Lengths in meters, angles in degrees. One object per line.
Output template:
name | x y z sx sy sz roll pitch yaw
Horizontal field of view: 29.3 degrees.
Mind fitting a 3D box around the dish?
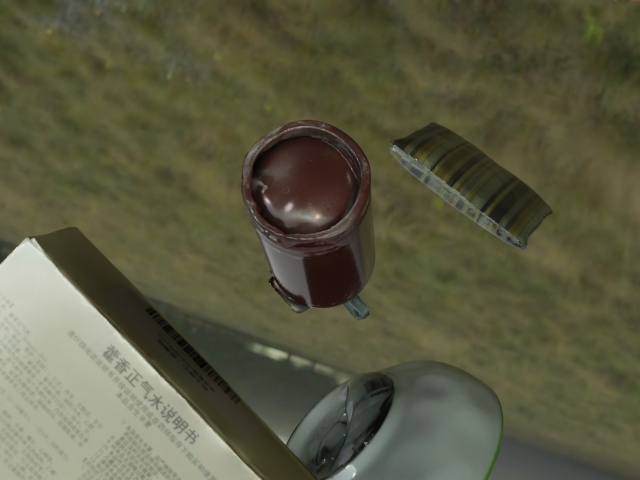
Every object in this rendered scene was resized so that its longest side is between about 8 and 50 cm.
dish | 0.045 0.246 1.408 0.124 0.324 0.324 47 164 -18

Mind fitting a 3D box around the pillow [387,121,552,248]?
pillow | 0.199 -0.076 1.585 0.212 0.052 0.208 37 -159 9

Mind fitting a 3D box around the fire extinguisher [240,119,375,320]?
fire extinguisher | 0.000 0.000 0.983 0.105 0.104 0.269 17 165 8

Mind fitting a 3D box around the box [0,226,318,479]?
box | -0.133 0.123 0.690 0.212 0.168 0.095 46 -172 2
